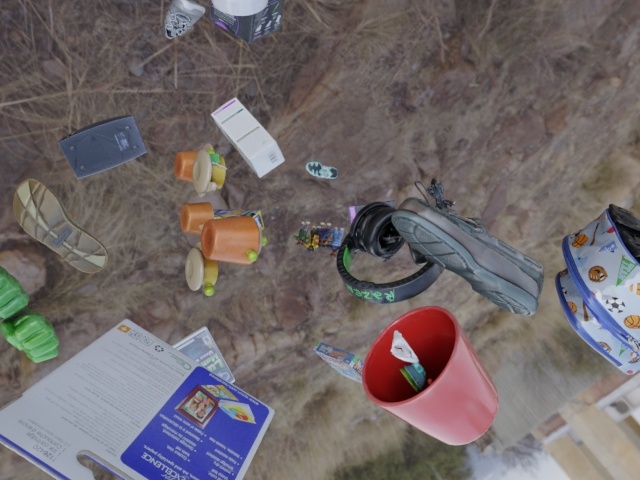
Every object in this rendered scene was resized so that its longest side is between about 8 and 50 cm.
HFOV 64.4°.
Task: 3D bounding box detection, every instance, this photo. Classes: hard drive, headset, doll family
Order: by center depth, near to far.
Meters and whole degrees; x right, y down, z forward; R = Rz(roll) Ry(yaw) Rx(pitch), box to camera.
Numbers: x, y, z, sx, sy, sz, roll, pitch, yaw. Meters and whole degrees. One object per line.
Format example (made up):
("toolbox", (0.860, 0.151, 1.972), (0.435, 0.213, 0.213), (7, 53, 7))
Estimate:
("headset", (0.203, 0.002, 1.192), (0.394, 0.243, 0.185), (-55, 136, -32))
("hard drive", (-0.747, -0.330, 1.750), (0.254, 0.054, 0.172), (-27, 142, -18))
("doll family", (0.000, 0.000, 1.809), (0.192, 0.111, 0.076), (2, 155, 26))

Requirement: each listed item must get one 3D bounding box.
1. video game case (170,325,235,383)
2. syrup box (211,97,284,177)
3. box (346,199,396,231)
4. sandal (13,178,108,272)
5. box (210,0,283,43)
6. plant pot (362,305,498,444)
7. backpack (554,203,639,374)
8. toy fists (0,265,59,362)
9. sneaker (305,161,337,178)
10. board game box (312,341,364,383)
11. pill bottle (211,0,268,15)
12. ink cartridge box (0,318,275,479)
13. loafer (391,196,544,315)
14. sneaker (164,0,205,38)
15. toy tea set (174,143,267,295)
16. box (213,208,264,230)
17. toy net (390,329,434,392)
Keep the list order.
("video game case", (-0.341, 0.344, 1.312), (0.190, 0.173, 0.022), (-30, -166, -23))
("syrup box", (-0.214, -0.304, 1.490), (0.096, 0.237, 0.093), (-36, 151, -6))
("box", (0.172, -0.064, 1.663), (0.162, 0.116, 0.029), (-9, 180, 1))
("sandal", (-0.412, -0.019, 0.811), (0.072, 0.180, 0.049), (-46, -172, -1))
("box", (-0.198, -0.727, 1.419), (0.143, 0.165, 0.270), (-43, 161, -37))
("plant pot", (0.277, 0.335, 1.207), (0.275, 0.275, 0.243), (-41, 112, 9))
("backpack", (0.537, 0.080, 0.883), (0.213, 0.277, 0.263), (-38, 110, 27))
("toy fists", (-0.714, 0.169, 1.184), (0.096, 0.142, 0.279), (-42, 124, -35))
("sneaker", (-0.010, -0.186, 1.372), (0.098, 0.069, 0.038), (15, 87, -32))
("board game box", (0.078, 0.381, 1.564), (0.136, 0.201, 0.035), (47, 68, -23))
("pill bottle", (-0.106, -0.388, 0.643), (0.107, 0.108, 0.180), (-24, 152, -20))
("ink cartridge box", (-0.246, 0.269, 0.722), (0.072, 0.303, 0.307), (-59, 178, 22))
("loafer", (0.216, 0.009, 0.725), (0.267, 0.096, 0.084), (35, 75, -20))
("sneaker", (-0.453, -0.721, 1.666), (0.105, 0.281, 0.115), (22, 91, -23))
("toy tea set", (-0.204, -0.066, 1.043), (0.124, 0.336, 0.200), (2, 156, -34))
("box", (-0.242, -0.049, 1.393), (0.054, 0.168, 0.059), (-51, 138, -51))
("toy net", (0.203, 0.284, 1.125), (0.045, 0.122, 0.232), (-35, 133, -2))
